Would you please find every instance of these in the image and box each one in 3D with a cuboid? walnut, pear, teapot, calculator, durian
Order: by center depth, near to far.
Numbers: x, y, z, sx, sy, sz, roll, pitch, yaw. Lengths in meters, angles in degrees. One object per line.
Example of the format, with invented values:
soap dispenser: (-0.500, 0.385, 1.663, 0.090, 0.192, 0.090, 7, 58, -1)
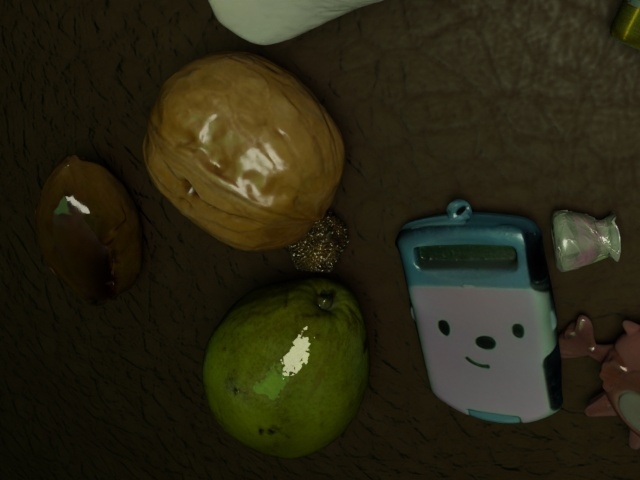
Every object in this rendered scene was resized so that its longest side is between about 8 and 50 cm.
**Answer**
teapot: (0.275, 0.003, 0.629, 0.064, 0.064, 0.083, -5, 145, 19)
walnut: (-0.080, -0.094, 0.655, 0.221, 0.195, 0.195, 43, 125, 9)
calculator: (0.187, 0.088, 0.701, 0.172, 0.051, 0.293, -1, 115, 35)
durian: (0.000, 0.000, 0.729, 0.080, 0.080, 0.091, 46, 151, -3)
pear: (-0.042, 0.156, 0.757, 0.212, 0.212, 0.269, 36, 131, 4)
walnut: (-0.316, -0.007, 0.840, 0.137, 0.137, 0.245, 8, 126, 21)

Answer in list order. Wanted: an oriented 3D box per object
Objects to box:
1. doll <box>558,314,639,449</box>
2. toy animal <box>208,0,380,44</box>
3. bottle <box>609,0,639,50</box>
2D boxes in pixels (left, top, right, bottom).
doll: (0.377, 0.156, 0.629, 0.262, 0.093, 0.211, 30, 131, 28)
toy animal: (-0.007, -0.294, 0.448, 0.289, 0.174, 0.249, -3, 108, 45)
bottle: (0.318, -0.281, 0.443, 0.082, 0.082, 0.286, 23, 123, 12)
